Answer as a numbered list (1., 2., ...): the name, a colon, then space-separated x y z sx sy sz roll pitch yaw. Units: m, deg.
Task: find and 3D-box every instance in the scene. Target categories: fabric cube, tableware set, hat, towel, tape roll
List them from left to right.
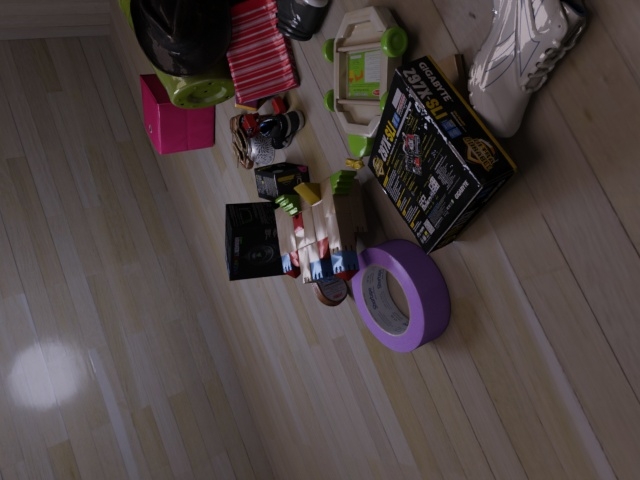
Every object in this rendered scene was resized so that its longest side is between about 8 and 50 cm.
1. hat: -0.409 -0.639 1.260 0.134 0.332 0.331 -74 -28 -78
2. fabric cube: -0.641 -0.578 2.018 0.254 0.259 0.258 54 147 31
3. tableware set: -0.292 -0.331 1.583 0.128 0.039 0.194 64 162 4
4. towel: -0.187 -0.568 1.328 0.031 0.199 0.274 -48 -55 -74
5. tape roll: 0.195 0.138 1.137 0.275 0.090 0.274 37 136 46

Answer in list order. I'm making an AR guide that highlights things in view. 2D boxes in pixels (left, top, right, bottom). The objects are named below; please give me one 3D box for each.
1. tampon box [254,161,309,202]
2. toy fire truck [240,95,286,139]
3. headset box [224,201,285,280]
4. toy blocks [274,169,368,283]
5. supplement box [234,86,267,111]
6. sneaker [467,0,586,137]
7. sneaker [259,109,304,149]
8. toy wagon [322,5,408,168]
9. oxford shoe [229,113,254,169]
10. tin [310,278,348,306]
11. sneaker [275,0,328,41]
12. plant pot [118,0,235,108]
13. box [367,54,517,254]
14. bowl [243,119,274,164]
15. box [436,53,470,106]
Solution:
1. tampon box: -0.127 -0.193 1.478 0.161 0.121 0.101 22 125 54
2. toy fire truck: -0.191 -0.401 1.487 0.047 0.135 0.192 65 165 -1
3. headset box: -0.174 -0.001 1.519 0.246 0.283 0.131 103 154 -42
4. toy blocks: 0.000 0.000 1.225 0.381 0.191 0.260 -23 73 53
5. supplement box: -0.221 -0.530 1.447 0.081 0.104 0.188 14 130 6
6. sneaker: 0.312 -0.294 0.673 0.129 0.111 0.297 33 134 42
7. sneaker: -0.149 -0.347 1.428 0.217 0.121 0.079 -30 78 61
8. toy wagon: 0.097 -0.337 1.029 0.267 0.068 0.344 32 128 57
9. oxford shoe: -0.294 -0.379 1.720 0.076 0.076 0.212 -7 99 53
10. tin: 0.016 0.117 1.418 0.189 0.106 0.040 63 150 15
11. sneaker: -0.100 -0.645 1.188 0.295 0.105 0.146 54 142 22
12. plant pot: -0.426 -0.643 1.483 0.366 0.367 0.352 -15 91 62
13. box: 0.207 -0.142 0.867 0.257 0.079 0.322 61 167 18
14. bowl: -0.240 -0.351 1.631 0.170 0.080 0.170 36 136 46
15. box: 0.238 -0.248 0.911 0.164 0.021 0.201 0 105 61
